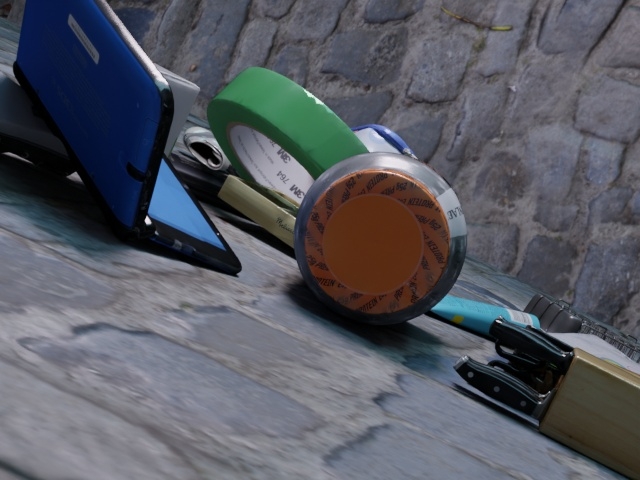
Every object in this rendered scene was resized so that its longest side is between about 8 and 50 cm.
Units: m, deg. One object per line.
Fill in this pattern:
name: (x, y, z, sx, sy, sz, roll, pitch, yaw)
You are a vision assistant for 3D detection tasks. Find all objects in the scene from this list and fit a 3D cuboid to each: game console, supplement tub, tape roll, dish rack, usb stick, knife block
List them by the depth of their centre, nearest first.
knife block: (0.278, 0.171, 1.331, 0.242, 0.088, 0.275, 21, 7, -35)
game console: (-0.182, -0.135, 1.354, 0.173, 0.250, 0.293, -10, 46, -35)
supplement tub: (0.073, -0.006, 1.521, 0.193, 0.193, 0.316, 26, 5, 3)
usb stick: (-0.167, -0.082, 1.929, 0.278, 0.045, 0.077, 22, 15, -36)
tape roll: (-0.028, -0.112, 1.948, 0.321, 0.077, 0.321, 41, -16, 15)
dish rack: (0.501, 0.185, 2.338, 0.271, 0.074, 0.208, 26, 6, -14)

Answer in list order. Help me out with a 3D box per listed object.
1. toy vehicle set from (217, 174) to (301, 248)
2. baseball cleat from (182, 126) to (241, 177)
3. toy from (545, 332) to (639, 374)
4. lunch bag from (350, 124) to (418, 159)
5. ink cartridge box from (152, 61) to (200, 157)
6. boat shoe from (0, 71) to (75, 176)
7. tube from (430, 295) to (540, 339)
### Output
toy vehicle set: (0.000, 0.000, 1.825, 0.267, 0.035, 0.166, 34, 8, 23)
baseball cleat: (-0.172, -0.151, 2.539, 0.206, 0.072, 0.109, 19, 21, -20)
toy: (0.371, 0.180, 1.853, 0.137, 0.056, 0.237, 35, 15, 38)
lunch bag: (0.081, -0.079, 2.095, 0.243, 0.115, 0.303, 49, -20, -16)
ink cartridge box: (-0.284, -0.177, 1.708, 0.212, 0.154, 0.093, 30, 9, 33)
boat shoe: (-0.339, -0.126, 1.421, 0.228, 0.076, 0.080, 21, 40, -47)
tube: (0.222, 0.109, 1.906, 0.207, 0.052, 0.080, 17, 4, -26)
